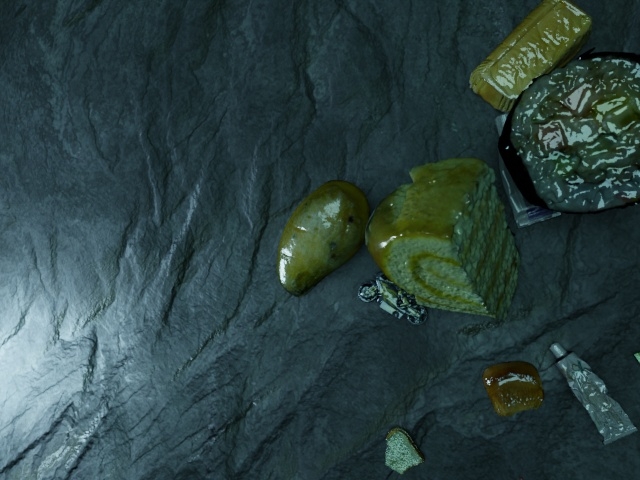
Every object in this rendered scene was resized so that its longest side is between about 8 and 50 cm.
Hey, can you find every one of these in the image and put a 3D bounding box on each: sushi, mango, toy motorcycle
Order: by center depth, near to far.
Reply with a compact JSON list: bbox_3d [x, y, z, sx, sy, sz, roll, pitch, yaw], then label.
[{"bbox_3d":[0.586,-0.215,1.116,0.329,0.285,0.327,-30,82,26],"label":"sushi"},{"bbox_3d":[0.198,0.130,1.303,0.194,0.061,0.124,24,85,15],"label":"toy motorcycle"},{"bbox_3d":[-0.001,-0.007,1.322,0.329,0.176,0.176,-49,43,27],"label":"mango"}]

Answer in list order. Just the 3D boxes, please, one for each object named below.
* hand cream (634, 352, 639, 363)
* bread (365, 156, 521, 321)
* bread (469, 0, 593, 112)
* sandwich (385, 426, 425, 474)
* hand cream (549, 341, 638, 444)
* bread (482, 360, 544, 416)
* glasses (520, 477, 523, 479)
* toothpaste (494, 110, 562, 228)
[{"bbox_3d":[0.810,0.256,1.137,0.175,0.046,0.095,-33,79,17],"label":"hand cream"},{"bbox_3d":[0.278,0.019,1.174,0.264,0.395,0.239,2,55,36],"label":"bread"},{"bbox_3d":[0.506,-0.449,1.227,0.288,0.119,0.152,-46,79,9],"label":"bread"},{"bbox_3d":[0.198,0.528,1.287,0.093,0.036,0.104,-34,78,12],"label":"sandwich"},{"bbox_3d":[0.620,0.347,1.181,0.084,0.050,0.256,-34,81,8],"label":"hand cream"},{"bbox_3d":[0.464,0.355,1.224,0.129,0.044,0.126,-17,83,10],"label":"bread"},{"bbox_3d":[0.447,0.719,1.208,0.234,0.118,0.268,-19,62,15],"label":"glasses"},{"bbox_3d":[0.493,-0.177,1.248,0.099,0.069,0.282,-19,91,43],"label":"toothpaste"}]
